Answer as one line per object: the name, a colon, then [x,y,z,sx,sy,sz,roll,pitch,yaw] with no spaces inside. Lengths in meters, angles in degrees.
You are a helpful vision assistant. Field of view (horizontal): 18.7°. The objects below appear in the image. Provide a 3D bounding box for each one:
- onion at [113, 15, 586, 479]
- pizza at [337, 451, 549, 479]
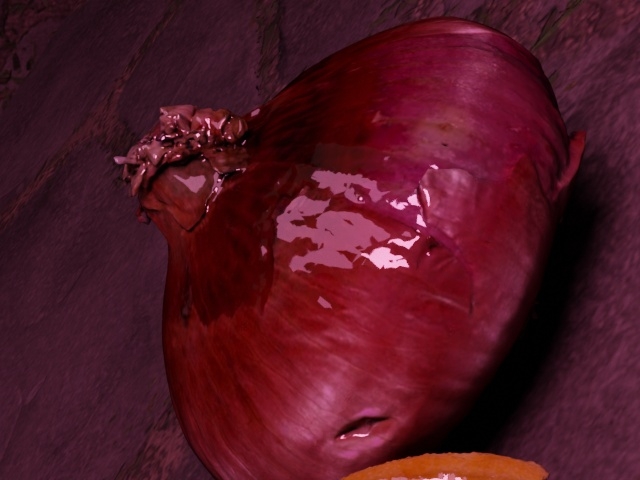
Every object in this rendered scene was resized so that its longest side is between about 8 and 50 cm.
onion: [0.000,0.000,1.229,0.347,0.285,0.347,-55,13,20]
pizza: [0.030,0.191,1.115,0.246,0.127,0.058,-50,-2,28]
